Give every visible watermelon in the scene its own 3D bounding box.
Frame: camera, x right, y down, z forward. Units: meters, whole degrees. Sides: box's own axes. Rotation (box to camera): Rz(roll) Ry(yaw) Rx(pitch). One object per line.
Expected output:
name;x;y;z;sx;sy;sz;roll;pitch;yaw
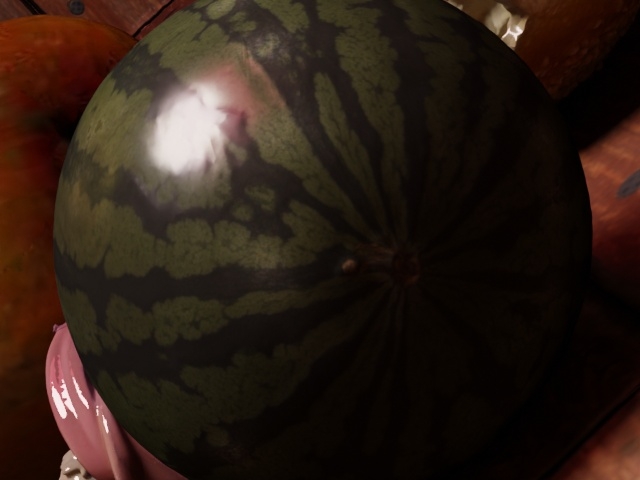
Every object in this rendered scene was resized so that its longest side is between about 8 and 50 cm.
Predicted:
watermelon;0.000;0.000;0.755;0.212;0.212;0.212;-40;14;13

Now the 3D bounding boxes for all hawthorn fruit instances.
hawthorn fruit;-0.161;0.005;1.072;0.301;0.267;0.268;-29;18;18

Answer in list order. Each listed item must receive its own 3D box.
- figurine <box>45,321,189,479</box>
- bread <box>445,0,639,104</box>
figurine;-0.084;0.109;0.902;0.126;0.114;0.157;-4;-62;-62
bread;0.069;-0.141;1.042;0.192;0.171;0.314;-27;6;-32
